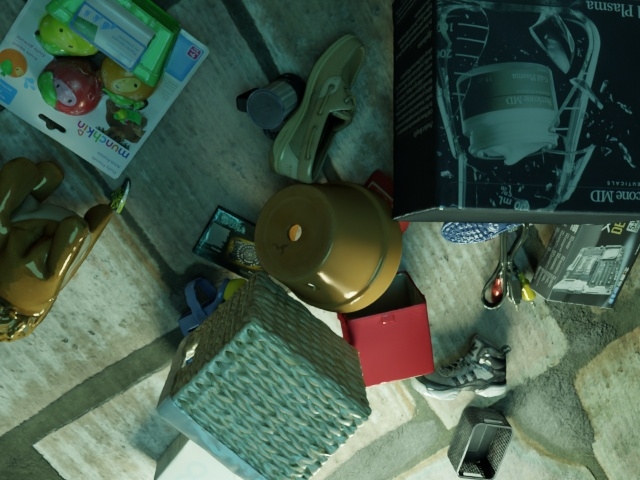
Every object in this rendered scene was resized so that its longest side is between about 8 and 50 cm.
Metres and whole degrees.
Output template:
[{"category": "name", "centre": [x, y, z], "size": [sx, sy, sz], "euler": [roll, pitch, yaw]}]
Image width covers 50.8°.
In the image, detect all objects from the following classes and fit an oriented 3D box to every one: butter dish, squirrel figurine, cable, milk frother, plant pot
[{"category": "butter dish", "centre": [0.151, -0.053, 1.551], "size": [0.118, 0.160, 0.160], "euler": [24, 107, -40]}, {"category": "squirrel figurine", "centre": [-0.678, -0.008, 1.353], "size": [0.370, 0.281, 0.397], "euler": [32, 101, -11]}, {"category": "cable", "centre": [0.457, 0.062, 1.672], "size": [0.139, 0.072, 0.287], "euler": [-8, 113, 9]}, {"category": "milk frother", "centre": [-0.096, -0.261, 1.420], "size": [0.129, 0.135, 0.143], "euler": [-10, 112, 28]}, {"category": "plant pot", "centre": [0.000, 0.000, 1.419], "size": [0.291, 0.291, 0.203], "euler": [-54, 148, 12]}]

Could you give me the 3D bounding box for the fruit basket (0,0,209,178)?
[{"category": "fruit basket", "centre": [-0.449, -0.335, 1.322], "size": [0.327, 0.165, 0.353], "euler": [36, 105, -20]}]

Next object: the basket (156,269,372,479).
[{"category": "basket", "centre": [-0.108, 0.280, 1.374], "size": [0.331, 0.328, 0.266], "euler": [40, 100, -12]}]

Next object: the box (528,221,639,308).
[{"category": "box", "centre": [0.675, 0.008, 1.652], "size": [0.242, 0.076, 0.308], "euler": [10, 110, -30]}]

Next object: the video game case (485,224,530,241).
[{"category": "video game case", "centre": [0.470, -0.129, 1.614], "size": [0.232, 0.042, 0.210], "euler": [-19, 113, -1]}]

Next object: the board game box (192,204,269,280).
[{"category": "board game box", "centre": [-0.186, 0.014, 1.570], "size": [0.186, 0.026, 0.126], "euler": [29, 103, -18]}]

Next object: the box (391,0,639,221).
[{"category": "box", "centre": [0.403, -0.274, 1.333], "size": [0.479, 0.297, 0.472], "euler": [0, 89, -10]}]

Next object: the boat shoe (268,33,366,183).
[{"category": "boat shoe", "centre": [0.021, -0.268, 1.391], "size": [0.110, 0.122, 0.341], "euler": [23, 78, 22]}]

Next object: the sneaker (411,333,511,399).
[{"category": "sneaker", "centre": [0.367, 0.320, 1.742], "size": [0.268, 0.101, 0.153], "euler": [2, 110, -16]}]

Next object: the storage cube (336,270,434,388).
[{"category": "storage cube", "centre": [0.153, 0.211, 1.616], "size": [0.214, 0.184, 0.193], "euler": [-12, 113, -5]}]

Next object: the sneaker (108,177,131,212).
[{"category": "sneaker", "centre": [-0.442, -0.100, 1.481], "size": [0.035, 0.031, 0.083], "euler": [20, 106, -16]}]

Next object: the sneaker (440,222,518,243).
[{"category": "sneaker", "centre": [0.394, -0.062, 1.570], "size": [0.232, 0.090, 0.081], "euler": [-17, 117, 24]}]

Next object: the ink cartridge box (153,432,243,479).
[{"category": "ink cartridge box", "centre": [-0.190, 0.534, 1.733], "size": [0.308, 0.091, 0.385], "euler": [36, 102, -20]}]

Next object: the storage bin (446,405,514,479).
[{"category": "storage bin", "centre": [0.436, 0.556, 1.848], "size": [0.122, 0.084, 0.180], "euler": [11, 108, -13]}]

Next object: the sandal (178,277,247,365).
[{"category": "sandal", "centre": [-0.274, 0.210, 1.591], "size": [0.138, 0.126, 0.318], "euler": [22, 107, 5]}]
